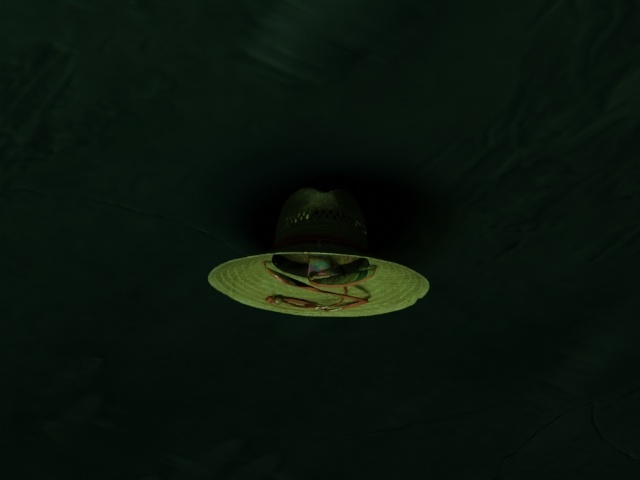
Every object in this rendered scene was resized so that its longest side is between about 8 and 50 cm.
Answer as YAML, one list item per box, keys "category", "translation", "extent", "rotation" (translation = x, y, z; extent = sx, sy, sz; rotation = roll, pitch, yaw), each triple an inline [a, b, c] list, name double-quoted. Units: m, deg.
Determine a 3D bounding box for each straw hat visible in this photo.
- category: "straw hat"
  translation: [0.000, 0.000, 1.094]
  extent: [0.144, 0.061, 0.144]
  rotation: [3, 163, 1]
